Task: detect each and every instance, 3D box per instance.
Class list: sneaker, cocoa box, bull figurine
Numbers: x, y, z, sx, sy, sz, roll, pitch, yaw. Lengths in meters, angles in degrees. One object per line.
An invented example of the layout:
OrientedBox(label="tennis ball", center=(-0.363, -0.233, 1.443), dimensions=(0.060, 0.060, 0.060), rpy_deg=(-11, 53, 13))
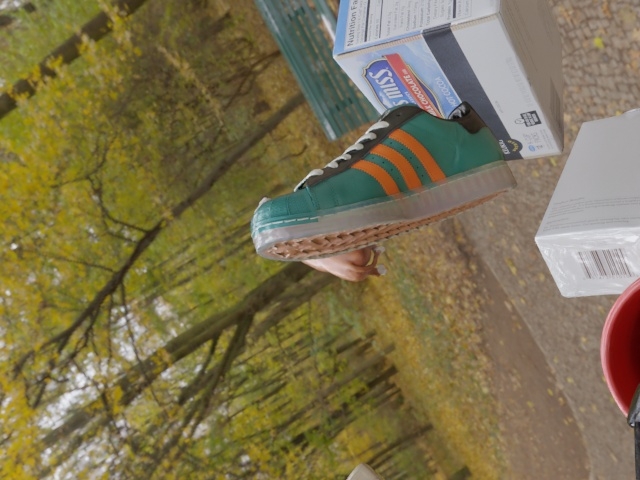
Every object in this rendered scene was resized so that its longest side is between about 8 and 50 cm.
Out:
OrientedBox(label="sneaker", center=(0.056, -0.066, 0.657), dimensions=(0.108, 0.302, 0.121), rpy_deg=(-39, 70, 59))
OrientedBox(label="cocoa box", center=(0.204, -0.287, 0.963), dimensions=(0.347, 0.228, 0.231), rpy_deg=(36, -125, -51))
OrientedBox(label="bull figurine", center=(0.000, 0.000, 1.388), dimensions=(0.310, 0.101, 0.188), rpy_deg=(30, -158, 31))

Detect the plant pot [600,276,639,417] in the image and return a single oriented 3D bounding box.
OrientedBox(label="plant pot", center=(0.561, 0.159, 0.924), dimensions=(0.243, 0.275, 0.275), rpy_deg=(3, -129, -57))

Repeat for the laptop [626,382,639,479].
OrientedBox(label="laptop", center=(0.319, 0.084, 0.170), dimensions=(0.382, 0.408, 0.236), rpy_deg=(18, 180, 13))

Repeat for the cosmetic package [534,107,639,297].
OrientedBox(label="cosmetic package", center=(0.568, -0.083, 1.210), dimensions=(0.217, 0.385, 0.156), rpy_deg=(-7, 125, 44))

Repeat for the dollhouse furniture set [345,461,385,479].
OrientedBox(label="dollhouse furniture set", center=(0.166, 0.431, 0.484), dimensions=(0.362, 0.256, 0.394), rpy_deg=(40, 172, -29))
